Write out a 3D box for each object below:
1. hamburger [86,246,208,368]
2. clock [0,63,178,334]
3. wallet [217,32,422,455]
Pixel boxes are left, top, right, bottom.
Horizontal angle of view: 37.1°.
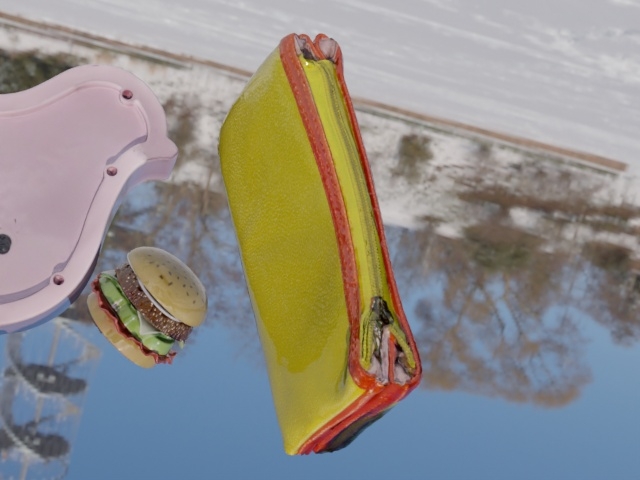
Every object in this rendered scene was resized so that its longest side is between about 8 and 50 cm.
[{"bbox_3d":[-0.238,0.088,1.361,0.175,0.137,0.175,47,-171,-10],"label":"hamburger"},{"bbox_3d":[-0.287,-0.067,0.764,0.290,0.275,0.080,42,162,-2],"label":"clock"},{"bbox_3d":[0.000,0.000,0.600,0.067,0.241,0.141,-1,154,-25],"label":"wallet"}]
